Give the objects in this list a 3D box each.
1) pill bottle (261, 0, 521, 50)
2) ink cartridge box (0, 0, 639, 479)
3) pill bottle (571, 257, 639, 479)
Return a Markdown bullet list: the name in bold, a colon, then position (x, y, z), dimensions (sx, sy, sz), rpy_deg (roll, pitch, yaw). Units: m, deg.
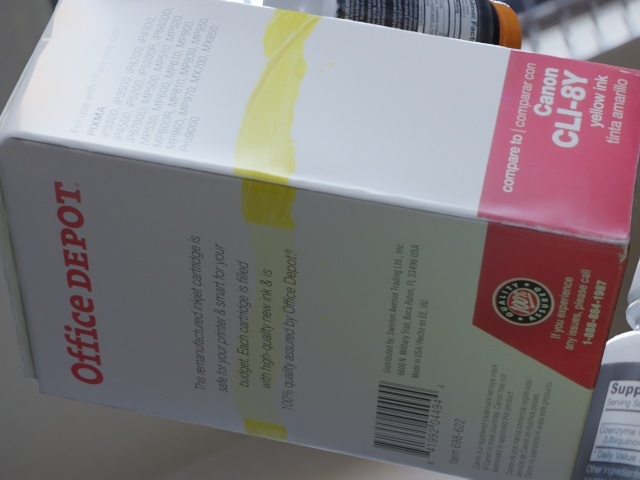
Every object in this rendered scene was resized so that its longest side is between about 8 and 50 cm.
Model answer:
- **pill bottle**: position (0.075, -0.201, 1.701), dimensions (0.130, 0.246, 0.130), rpy_deg (-10, -102, 54)
- **ink cartridge box**: position (0.000, 0.000, 1.171), dimensions (0.279, 0.385, 0.160), rpy_deg (93, 9, -51)
- **pill bottle**: position (0.286, 0.190, 1.353), dimensions (0.204, 0.204, 0.361), rpy_deg (113, -5, -74)
